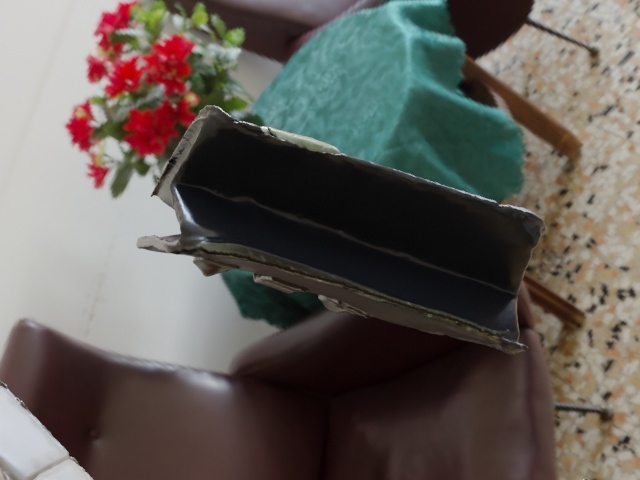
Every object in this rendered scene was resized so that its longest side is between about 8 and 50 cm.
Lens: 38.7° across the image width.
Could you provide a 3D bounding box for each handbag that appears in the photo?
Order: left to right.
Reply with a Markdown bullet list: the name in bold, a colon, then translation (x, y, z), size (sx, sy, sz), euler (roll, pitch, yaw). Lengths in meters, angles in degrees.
- **handbag**: translation (0.000, 0.000, 0.824), size (0.329, 0.303, 0.121), euler (169, 117, -74)

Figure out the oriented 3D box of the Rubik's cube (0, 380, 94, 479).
- **Rubik's cube**: translation (-0.350, 0.373, 0.773), size (0.344, 0.346, 0.347), euler (-47, -8, 8)

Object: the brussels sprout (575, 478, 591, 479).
- **brussels sprout**: translation (0.329, 0.341, 1.188), size (0.051, 0.046, 0.083), euler (46, 103, 17)
